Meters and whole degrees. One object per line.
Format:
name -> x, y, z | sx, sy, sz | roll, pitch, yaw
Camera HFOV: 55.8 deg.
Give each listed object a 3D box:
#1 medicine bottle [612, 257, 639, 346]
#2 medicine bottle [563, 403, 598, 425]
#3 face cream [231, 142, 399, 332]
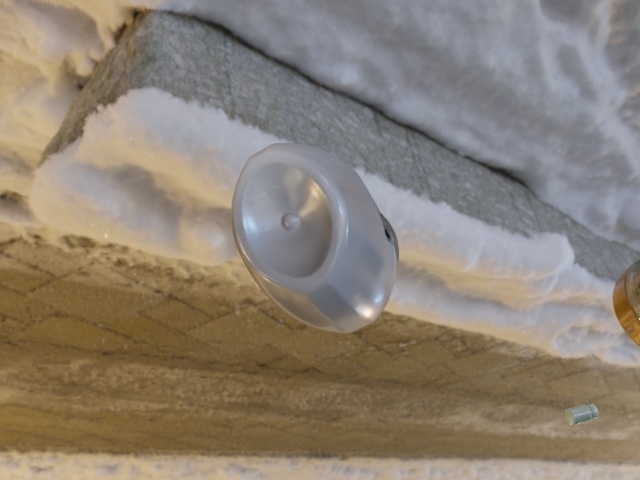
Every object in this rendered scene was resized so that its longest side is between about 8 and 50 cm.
medicine bottle -> 0.746, 0.095, 1.195 | 0.237, 0.238, 0.232 | -3, 145, -10
medicine bottle -> 0.739, 0.493, 1.714 | 0.083, 0.047, 0.047 | -11, 146, -8
face cream -> 0.000, 0.000, 0.985 | 0.219, 0.313, 0.357 | -28, 165, 9
